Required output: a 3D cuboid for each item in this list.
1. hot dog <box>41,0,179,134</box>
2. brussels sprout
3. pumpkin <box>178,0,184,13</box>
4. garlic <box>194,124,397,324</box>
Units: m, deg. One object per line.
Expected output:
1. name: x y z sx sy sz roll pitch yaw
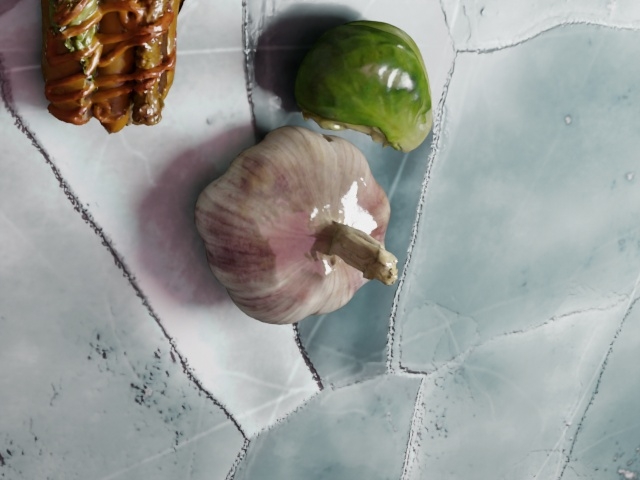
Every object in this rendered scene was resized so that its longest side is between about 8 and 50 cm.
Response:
1. hot dog: -0.226 -0.273 1.623 0.158 0.117 0.348 2 118 -10
2. brussels sprout: 0.061 -0.189 1.821 0.183 0.131 0.145 14 107 -25
3. pumpkin: -0.202 -0.285 1.714 0.101 0.035 0.073 6 116 -23
4. garlic: 0.000 0.000 1.798 0.245 0.253 0.245 -14 115 -31
